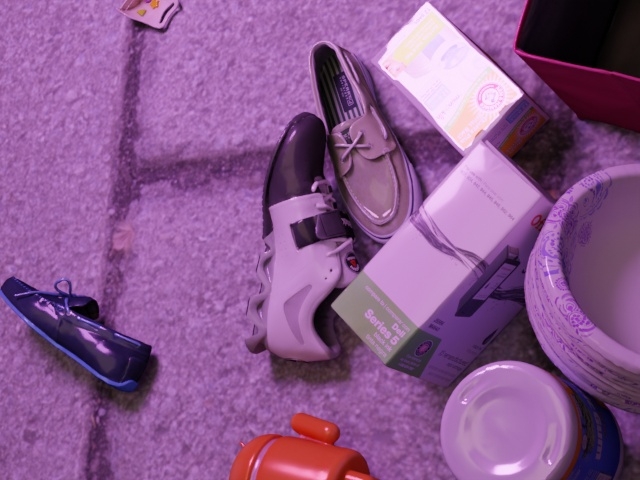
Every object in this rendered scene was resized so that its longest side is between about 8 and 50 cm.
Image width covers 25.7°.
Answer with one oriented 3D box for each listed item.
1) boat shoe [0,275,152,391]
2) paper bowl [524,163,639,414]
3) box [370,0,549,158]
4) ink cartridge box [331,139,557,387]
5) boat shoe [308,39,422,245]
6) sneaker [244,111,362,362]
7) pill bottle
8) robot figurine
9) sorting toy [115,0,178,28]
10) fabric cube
[{"bbox_3d":[-0.347,0.120,2.030,0.258,0.109,0.089,33,86,14],"label":"boat shoe"},{"bbox_3d":[0.371,0.066,1.588,0.284,0.148,0.284,4,56,-5],"label":"paper bowl"},{"bbox_3d":[0.181,-0.196,1.824,0.114,0.103,0.203,-46,61,10],"label":"box"},{"bbox_3d":[0.174,0.034,1.711,0.273,0.198,0.115,-48,61,9],"label":"ink cartridge box"},{"bbox_3d":[0.046,-0.131,1.882,0.109,0.094,0.302,-29,65,18],"label":"boat shoe"},{"bbox_3d":[0.000,0.000,1.848,0.146,0.122,0.331,11,101,26],"label":"sneaker"},{"bbox_3d":[0.252,0.228,1.575,0.152,0.272,0.152,-7,74,26],"label":"pill bottle"},{"bbox_3d":[-0.023,0.313,1.781,0.219,0.128,0.158,7,115,28],"label":"robot figurine"},{"bbox_3d":[-0.253,-0.360,2.132,0.075,0.045,0.083,39,96,22],"label":"sorting toy"},{"bbox_3d":[0.414,-0.266,1.634,0.259,0.258,0.254,19,86,30],"label":"fabric cube"}]
